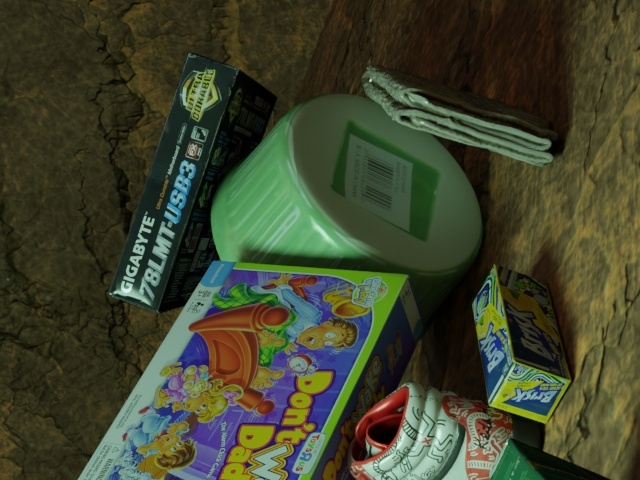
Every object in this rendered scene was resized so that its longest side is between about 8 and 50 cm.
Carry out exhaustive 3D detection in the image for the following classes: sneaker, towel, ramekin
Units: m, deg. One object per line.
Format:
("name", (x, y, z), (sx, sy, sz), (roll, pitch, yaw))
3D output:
("sneaker", (0.081, 0.233, 1.282), (0.090, 0.145, 0.270), (-82, 16, -47))
("towel", (0.150, -0.146, 1.521), (0.282, 0.187, 0.049), (-118, 46, -75))
("ramekin", (0.041, -0.026, 1.579), (0.148, 0.303, 0.303), (-51, 21, 40))

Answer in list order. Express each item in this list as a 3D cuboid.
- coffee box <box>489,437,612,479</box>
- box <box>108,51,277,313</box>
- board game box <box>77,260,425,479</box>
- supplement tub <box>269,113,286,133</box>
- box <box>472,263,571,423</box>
("coffee box", (0.191, 0.194, 0.915), (0.184, 0.113, 0.040), (-126, 60, -79))
("box", (-0.149, -0.065, 1.671), (0.295, 0.073, 0.293), (-6, -66, -84))
("board game box", (-0.067, 0.170, 1.333), (0.347, 0.233, 0.078), (-61, -36, -40))
("supplement tub", (0.000, 0.000, 1.845), (0.241, 0.241, 0.331), (122, 163, -47))
("box", (0.183, 0.092, 1.263), (0.169, 0.059, 0.054), (-89, 21, -61))
